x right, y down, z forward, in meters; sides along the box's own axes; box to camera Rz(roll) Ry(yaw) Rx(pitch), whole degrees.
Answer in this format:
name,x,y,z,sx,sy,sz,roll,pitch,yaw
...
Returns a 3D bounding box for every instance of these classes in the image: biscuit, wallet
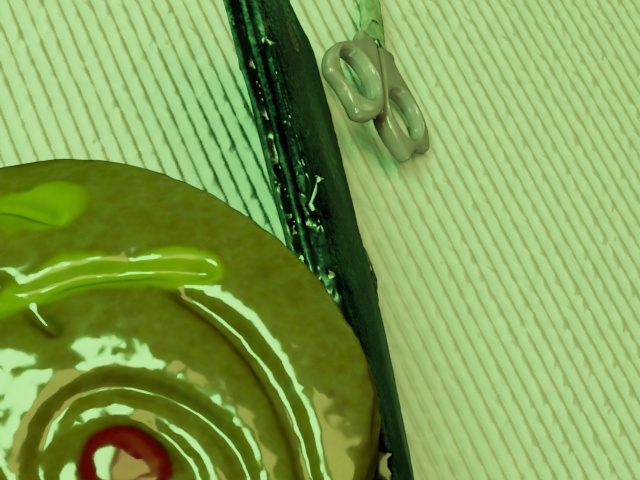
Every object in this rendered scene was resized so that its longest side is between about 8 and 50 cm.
name,x,y,z,sx,sy,sz,roll,pitch,yaw
biscuit,-0.145,0.134,0.592,0.350,0.070,0.394,30,65,19
wallet,0.000,0.000,0.800,0.046,0.191,0.379,-15,65,5

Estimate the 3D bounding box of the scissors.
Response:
name,x,y,z,sx,sy,sz,roll,pitch,yaw
scissors,0.040,-0.151,0.974,0.110,0.021,0.212,36,40,-37
